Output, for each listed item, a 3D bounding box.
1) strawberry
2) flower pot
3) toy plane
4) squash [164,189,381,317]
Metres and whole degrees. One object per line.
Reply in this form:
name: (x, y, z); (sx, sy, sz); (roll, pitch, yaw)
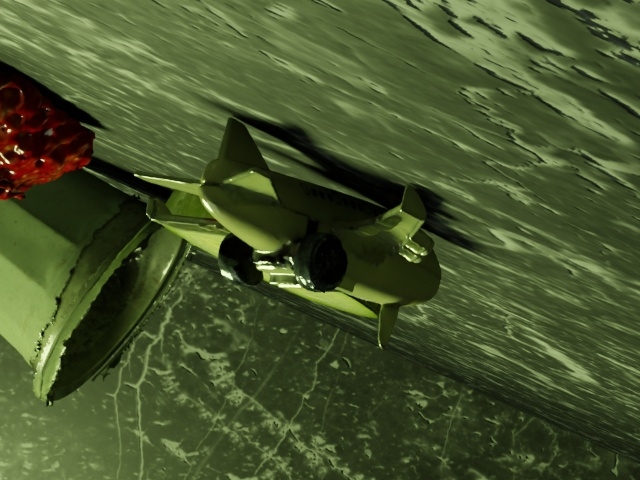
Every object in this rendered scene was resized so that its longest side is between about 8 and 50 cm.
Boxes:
strawberry: (-0.299, -0.092, 1.366); (0.190, 0.111, 0.236); (26, 174, 3)
flower pot: (-0.312, 0.006, 1.841); (0.259, 0.290, 0.290); (36, 178, 11)
toy plane: (0.000, 0.000, 1.057); (0.229, 0.092, 0.244); (0, 156, 43)
squash: (-0.043, 0.012, 1.668); (0.252, 0.049, 0.252); (24, 173, 3)
